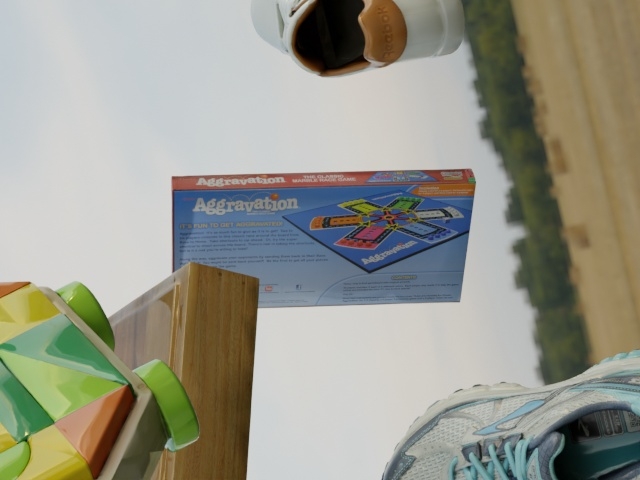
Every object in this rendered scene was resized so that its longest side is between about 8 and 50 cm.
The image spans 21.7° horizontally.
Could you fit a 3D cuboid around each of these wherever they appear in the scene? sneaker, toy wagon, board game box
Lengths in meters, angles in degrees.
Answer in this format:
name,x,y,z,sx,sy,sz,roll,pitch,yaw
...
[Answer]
name,x,y,z,sx,sy,sz,roll,pitch,yaw
sneaker,-0.005,-0.205,1.500,0.290,0.123,0.106,12,116,56
toy wagon,-0.248,0.109,1.032,0.344,0.267,0.068,37,148,49
sneaker,0.166,0.166,1.318,0.110,0.283,0.122,63,-161,-6
board game box,0.000,0.000,1.571,0.027,0.281,0.145,-100,12,-51

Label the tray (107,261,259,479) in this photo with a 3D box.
name,x,y,z,sx,sy,sz,roll,pitch,yaw
tray,-0.141,0.244,1.383,0.203,0.076,0.410,-31,49,54
